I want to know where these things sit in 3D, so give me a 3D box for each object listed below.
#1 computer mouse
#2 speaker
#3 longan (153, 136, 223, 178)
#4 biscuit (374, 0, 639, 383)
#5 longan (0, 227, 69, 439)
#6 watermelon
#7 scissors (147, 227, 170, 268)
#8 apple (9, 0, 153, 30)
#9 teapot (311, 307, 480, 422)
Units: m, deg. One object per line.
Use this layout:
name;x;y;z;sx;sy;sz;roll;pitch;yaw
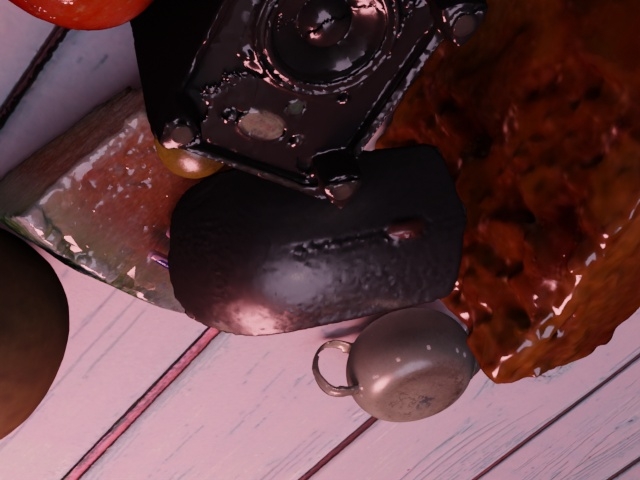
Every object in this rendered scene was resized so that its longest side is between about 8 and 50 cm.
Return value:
computer mouse;-0.001;0.001;0.751;0.296;0.087;0.168;-10;96;-1
speaker;-0.025;-0.199;0.653;0.184;0.254;0.232;16;124;-31
longan;-0.113;-0.097;0.712;0.075;0.075;0.083;-7;93;-15
biscuit;0.233;-0.099;0.795;0.166;0.342;0.395;4;133;-31
longan;-0.382;0.098;0.812;0.258;0.258;0.258;-11;136;-11
watermelon;-0.179;-0.033;0.827;0.302;0.151;0.264;-40;133;19
scissors;-0.126;0.026;0.811;0.039;0.012;0.113;-49;134;3
apple;-0.181;-0.254;0.592;0.168;0.181;0.181;-43;133;14
teapot;0.130;0.179;1.180;0.295;0.129;0.193;-3;133;-16
